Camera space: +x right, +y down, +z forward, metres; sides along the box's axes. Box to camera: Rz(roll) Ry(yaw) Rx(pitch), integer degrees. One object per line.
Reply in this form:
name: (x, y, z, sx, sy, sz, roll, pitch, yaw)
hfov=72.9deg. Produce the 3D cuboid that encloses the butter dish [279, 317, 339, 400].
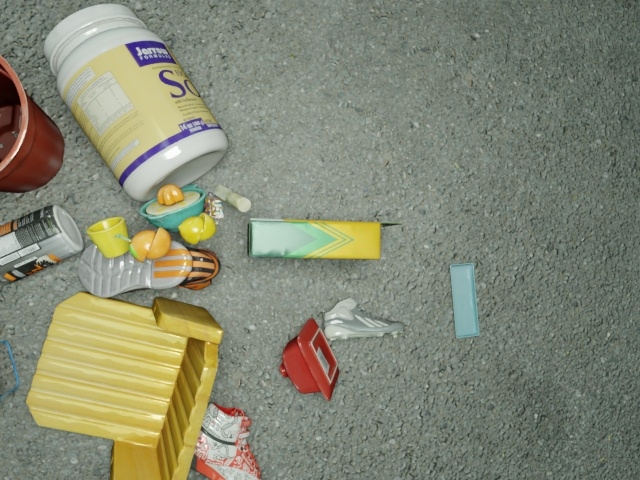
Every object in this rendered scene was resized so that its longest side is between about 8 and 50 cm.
butter dish: (-0.039, 0.284, 1.004, 0.118, 0.160, 0.160, -25, 93, 13)

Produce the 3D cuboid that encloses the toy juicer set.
toy juicer set: (-0.266, -0.066, 0.857, 0.329, 0.209, 0.089, -37, 126, -41)

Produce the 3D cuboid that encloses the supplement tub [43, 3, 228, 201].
supplement tub: (-0.373, -0.273, 0.896, 0.241, 0.241, 0.331, -34, 95, -10)

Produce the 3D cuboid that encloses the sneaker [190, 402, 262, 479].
sneaker: (-0.182, 0.482, 0.985, 0.270, 0.090, 0.145, 41, 70, -15)

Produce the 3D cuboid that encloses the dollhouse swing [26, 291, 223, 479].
dollhouse swing: (-0.409, 0.287, 0.864, 0.305, 0.315, 0.346, 18, 86, -24)

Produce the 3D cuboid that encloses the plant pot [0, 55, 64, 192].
plant pot: (-0.651, -0.207, 0.832, 0.273, 0.265, 0.272, 0, 88, -11)

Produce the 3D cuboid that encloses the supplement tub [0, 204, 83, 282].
supplement tub: (-0.617, 0.012, 0.907, 0.191, 0.117, 0.116, -26, 93, -9)

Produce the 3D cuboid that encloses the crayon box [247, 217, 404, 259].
crayon box: (0.000, 0.000, 0.974, 0.323, 0.203, 0.083, 1, 89, -10)

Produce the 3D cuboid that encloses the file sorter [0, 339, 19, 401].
file sorter: (-0.737, 0.287, 0.883, 0.170, 0.104, 0.118, -15, 91, -11)

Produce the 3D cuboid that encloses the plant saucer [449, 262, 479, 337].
plant saucer: (0.374, 0.156, 1.133, 0.067, 0.018, 0.191, -4, 88, -10)

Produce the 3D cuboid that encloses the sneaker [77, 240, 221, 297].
sneaker: (-0.363, 0.070, 0.951, 0.321, 0.180, 0.124, 1, 81, 24)

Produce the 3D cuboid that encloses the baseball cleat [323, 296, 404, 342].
baseball cleat: (0.107, 0.189, 1.057, 0.206, 0.072, 0.109, -1, 73, -19)

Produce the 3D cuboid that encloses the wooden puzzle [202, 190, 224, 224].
wooden puzzle: (-0.256, -0.076, 1.030, 0.050, 0.006, 0.083, -5, 89, -10)
